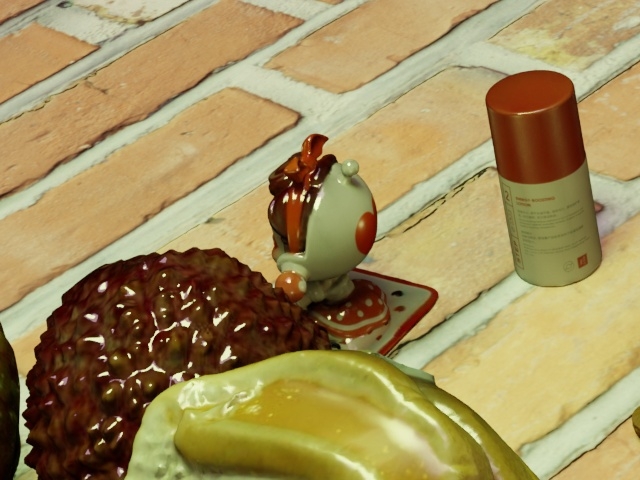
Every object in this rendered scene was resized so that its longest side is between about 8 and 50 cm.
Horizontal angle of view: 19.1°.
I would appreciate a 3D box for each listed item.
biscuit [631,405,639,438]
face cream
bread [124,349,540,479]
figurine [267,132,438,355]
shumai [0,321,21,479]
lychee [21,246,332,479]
[{"bbox_3d":[0.382,0.149,1.789,0.180,0.039,0.236,-9,31,10],"label":"biscuit"},{"bbox_3d":[0.236,-0.065,2.002,0.096,0.214,0.096,-10,32,6],"label":"face cream"},{"bbox_3d":[0.059,0.211,1.528,0.300,0.341,0.210,10,76,44],"label":"bread"},{"bbox_3d":[0.000,0.000,1.982,0.160,0.226,0.183,14,42,35],"label":"figurine"},{"bbox_3d":[-0.455,0.180,1.849,0.323,0.324,0.397,-3,36,-10],"label":"shumai"},{"bbox_3d":[-0.128,0.151,1.748,0.306,0.306,0.330,8,56,30],"label":"lychee"}]
